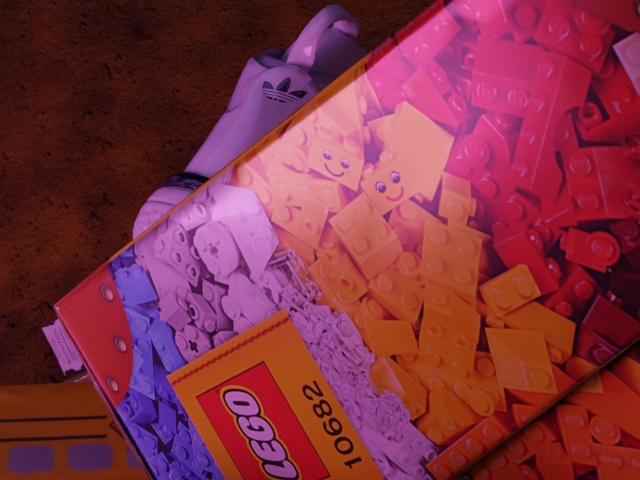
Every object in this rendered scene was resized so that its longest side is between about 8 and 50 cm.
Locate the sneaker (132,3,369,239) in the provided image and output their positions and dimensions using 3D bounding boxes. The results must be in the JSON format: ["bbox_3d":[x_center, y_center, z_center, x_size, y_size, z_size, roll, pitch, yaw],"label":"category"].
[{"bbox_3d":[0.000,0.000,0.810,0.210,0.137,0.366,-61,-22,-19],"label":"sneaker"}]

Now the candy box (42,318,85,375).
[{"bbox_3d":[-0.213,0.082,1.348,0.196,0.070,0.165,-25,1,44],"label":"candy box"}]

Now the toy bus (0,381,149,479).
[{"bbox_3d":[-0.172,0.159,0.693,0.332,0.108,0.130,0,24,-13],"label":"toy bus"}]

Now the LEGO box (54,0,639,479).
[{"bbox_3d":[0.184,-0.043,0.559,0.500,0.193,0.372,-29,-2,-44],"label":"LEGO box"}]

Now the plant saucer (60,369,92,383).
[{"bbox_3d":[-0.216,0.144,1.261,0.241,0.037,0.241,-26,0,0],"label":"plant saucer"}]
